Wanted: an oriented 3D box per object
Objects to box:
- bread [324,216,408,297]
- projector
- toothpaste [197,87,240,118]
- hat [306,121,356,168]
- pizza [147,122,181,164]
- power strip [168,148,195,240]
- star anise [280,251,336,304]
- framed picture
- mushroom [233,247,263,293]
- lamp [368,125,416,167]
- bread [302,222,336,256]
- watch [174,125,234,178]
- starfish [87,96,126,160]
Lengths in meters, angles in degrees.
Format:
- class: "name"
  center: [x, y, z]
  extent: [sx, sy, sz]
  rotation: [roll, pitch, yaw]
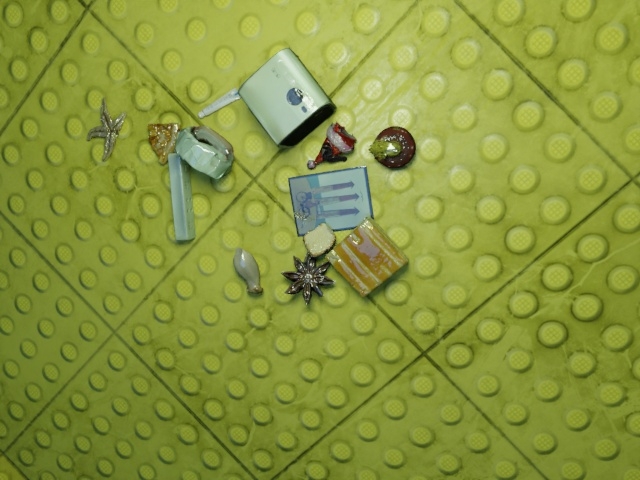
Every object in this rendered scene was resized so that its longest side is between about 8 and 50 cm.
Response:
- class: "bread"
  center: [0.177, 0.064, 1.780]
  extent: [0.239, 0.111, 0.246]
  rotation: [-41, 92, 14]
- class: "projector"
  center: [-0.118, -0.515, 1.673]
  extent: [0.248, 0.248, 0.249]
  rotation: [-37, 91, 15]
- class: "toothpaste"
  center: [-0.414, -0.552, 1.838]
  extent: [0.190, 0.031, 0.048]
  rotation: [-27, 90, 10]
- class: "hat"
  center: [0.027, -0.350, 1.746]
  extent: [0.227, 0.140, 0.129]
  rotation: [-38, 80, 27]
- class: "pizza"
  center: [-0.660, -0.432, 1.888]
  extent: [0.161, 0.062, 0.182]
  rotation: [42, 105, 3]
- class: "power strip"
  center: [-0.579, -0.193, 1.896]
  extent: [0.062, 0.091, 0.386]
  rotation: [-1, 99, 9]
- class: "star anise"
  center: [-0.047, 0.137, 1.846]
  extent: [0.230, 0.081, 0.263]
  rotation: [6, 71, 10]
- class: "framed picture"
  center: [0.042, -0.156, 1.824]
  extent: [0.323, 0.013, 0.244]
  rotation: [-8, 99, 13]
- class: "mushroom"
  center: [-0.305, 0.129, 1.898]
  extent: [0.096, 0.088, 0.213]
  rotation: [-16, 102, 22]
- class: "lamp"
  center: [0.274, -0.345, 1.685]
  extent: [0.156, 0.135, 0.157]
  rotation: [40, 102, 2]
- class: "bread"
  center: [0.000, 0.000, 1.818]
  extent: [0.129, 0.044, 0.126]
  rotation: [-37, 59, 10]
- class: "watch"
  center: [-0.461, -0.341, 1.772]
  extent: [0.253, 0.241, 0.162]
  rotation: [35, 105, 4]
- class: "starfish"
  center: [-0.925, -0.472, 1.938]
  extent: [0.138, 0.050, 0.248]
  rotation: [31, 100, 6]
